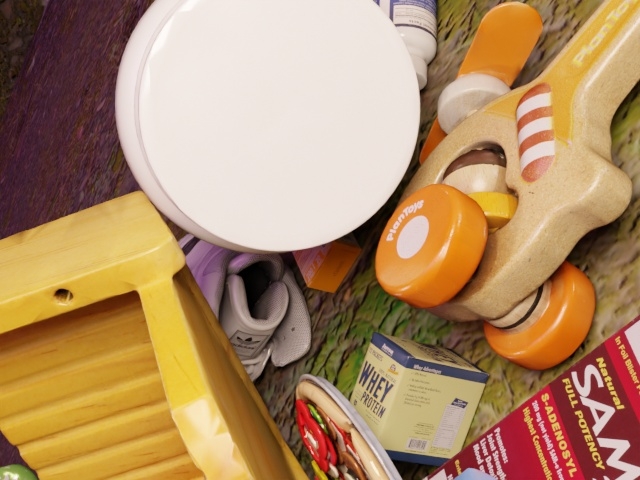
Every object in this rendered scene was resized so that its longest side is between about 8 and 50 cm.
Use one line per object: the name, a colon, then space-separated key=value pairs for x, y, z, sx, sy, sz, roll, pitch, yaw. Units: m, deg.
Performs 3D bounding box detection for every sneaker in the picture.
sneaker: x=-0.125 y=0.154 z=0.964 sx=0.210 sy=0.137 sz=0.365 roll=-15 pitch=62 yaw=60

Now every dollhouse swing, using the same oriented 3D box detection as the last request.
dollhouse swing: x=-0.160 y=0.196 z=0.714 sx=0.315 sy=0.347 sz=0.305 roll=-19 pitch=32 yaw=8

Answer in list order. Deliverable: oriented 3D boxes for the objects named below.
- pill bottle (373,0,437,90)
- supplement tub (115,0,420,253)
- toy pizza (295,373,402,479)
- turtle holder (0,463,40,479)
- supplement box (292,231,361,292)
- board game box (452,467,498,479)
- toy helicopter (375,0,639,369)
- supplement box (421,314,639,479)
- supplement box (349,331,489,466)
pill bottle: x=0.080 y=-0.207 z=0.844 sx=0.067 sy=0.067 sz=0.120 roll=-24 pitch=57 yaw=54
supplement tub: x=-0.057 y=-0.120 z=0.769 sx=0.331 sy=0.241 sz=0.241 roll=-135 pitch=63 yaw=-75
toy pizza: x=0.026 y=0.199 z=0.684 sx=0.201 sy=0.032 sz=0.201 roll=54 pitch=160 yaw=29
turtle holder: x=-0.313 y=0.412 z=1.125 sx=0.320 sy=0.243 sz=0.227 roll=-30 pitch=60 yaw=7
supplement box: x=0.000 y=0.000 z=0.922 sx=0.062 sy=0.036 sz=0.098 roll=-60 pitch=33 yaw=25
board game box: x=0.090 y=0.227 z=0.537 sx=0.168 sy=0.033 sz=0.133 roll=-49 pitch=36 yaw=32
toy helicopter: x=0.169 y=-0.099 z=0.629 sx=0.355 sy=0.140 sz=0.235 roll=-52 pitch=27 yaw=17
supplement box: x=0.170 y=0.157 z=0.531 sx=0.239 sy=0.073 sz=0.130 roll=-50 pitch=40 yaw=36
supplement box: x=0.075 y=0.128 z=0.693 sx=0.056 sy=0.083 sz=0.083 roll=31 pitch=103 yaw=60
